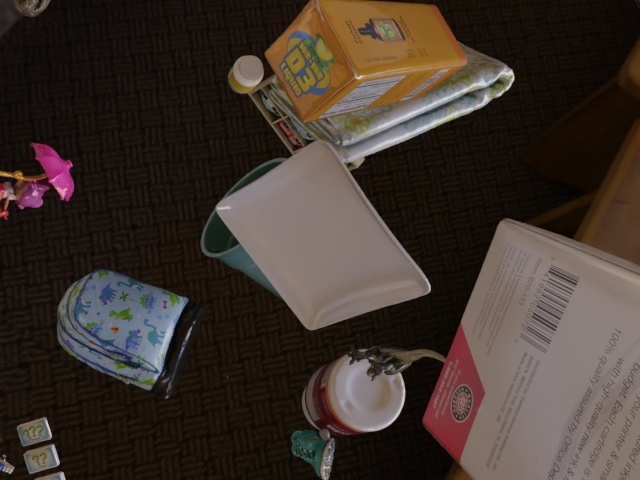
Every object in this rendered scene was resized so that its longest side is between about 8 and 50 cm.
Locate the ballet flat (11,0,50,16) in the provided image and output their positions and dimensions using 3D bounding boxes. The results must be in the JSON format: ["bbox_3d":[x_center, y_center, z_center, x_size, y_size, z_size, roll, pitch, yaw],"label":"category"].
[{"bbox_3d":[-0.494,-0.521,1.077,0.084,0.058,0.250,22,74,-31],"label":"ballet flat"}]

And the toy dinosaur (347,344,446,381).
[{"bbox_3d":[0.124,0.217,1.075,0.118,0.268,0.064,2,78,-23],"label":"toy dinosaur"}]

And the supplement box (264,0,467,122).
[{"bbox_3d":[0.054,-0.178,0.582,0.233,0.080,0.078,-25,85,-52],"label":"supplement box"}]

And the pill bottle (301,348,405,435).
[{"bbox_3d":[0.079,0.468,1.795,0.224,0.392,0.224,5,69,-14],"label":"pill bottle"}]

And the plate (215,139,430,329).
[{"bbox_3d":[0.000,0.000,0.941,0.278,0.277,0.045,53,44,-13],"label":"plate"}]

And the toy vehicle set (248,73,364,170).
[{"bbox_3d":[-0.033,-0.262,1.364,0.267,0.166,0.035,53,55,-18],"label":"toy vehicle set"}]

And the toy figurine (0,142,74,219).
[{"bbox_3d":[-0.399,-0.068,0.756,0.159,0.173,0.130,-1,55,-42],"label":"toy figurine"}]

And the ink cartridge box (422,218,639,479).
[{"bbox_3d":[0.220,0.128,0.428,0.117,0.283,0.207,14,102,-26],"label":"ink cartridge box"}]

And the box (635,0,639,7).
[{"bbox_3d":[0.413,-0.330,0.657,0.056,0.231,0.183,-28,82,6],"label":"box"}]

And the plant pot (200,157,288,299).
[{"bbox_3d":[-0.099,0.005,1.686,0.334,0.341,0.341,45,72,-31],"label":"plant pot"}]

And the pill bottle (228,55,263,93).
[{"bbox_3d":[-0.156,-0.351,1.260,0.065,0.116,0.065,-1,92,-16],"label":"pill bottle"}]

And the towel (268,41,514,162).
[{"bbox_3d":[0.120,-0.298,1.151,0.374,0.090,0.320,-25,44,-12],"label":"towel"}]

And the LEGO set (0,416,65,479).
[{"bbox_3d":[-0.721,0.527,1.370,0.244,0.060,0.182,-17,90,9],"label":"LEGO set"}]

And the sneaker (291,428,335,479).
[{"bbox_3d":[-0.024,0.577,1.628,0.110,0.275,0.107,11,82,-7],"label":"sneaker"}]

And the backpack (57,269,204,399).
[{"bbox_3d":[-0.529,0.230,1.624,0.355,0.273,0.290,19,58,0],"label":"backpack"}]
